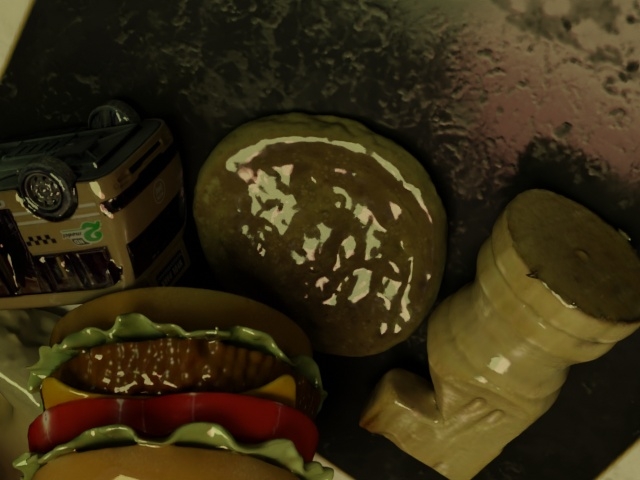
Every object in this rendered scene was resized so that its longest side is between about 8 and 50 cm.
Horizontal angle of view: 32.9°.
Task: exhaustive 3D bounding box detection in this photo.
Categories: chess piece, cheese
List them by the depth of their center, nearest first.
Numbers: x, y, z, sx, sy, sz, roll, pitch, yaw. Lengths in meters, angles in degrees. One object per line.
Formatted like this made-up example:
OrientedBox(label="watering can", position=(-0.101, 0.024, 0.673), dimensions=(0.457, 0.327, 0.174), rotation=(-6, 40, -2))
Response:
OrientedBox(label="chess piece", position=(0.144, 0.103, 0.914), dimensions=(0.137, 0.137, 0.301), rotation=(31, 131, 2))
OrientedBox(label="cheese", position=(-0.346, 0.201, 1.130), dimensions=(0.326, 0.115, 0.318), rotation=(-9, 114, 23))

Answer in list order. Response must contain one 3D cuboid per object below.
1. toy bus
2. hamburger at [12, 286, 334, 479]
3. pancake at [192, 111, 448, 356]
OrientedBox(label="toy bus", position=(-0.260, -0.018, 0.969), dimensions=(0.289, 0.139, 0.157), rotation=(-6, 119, 23))
OrientedBox(label="hamburger", position=(-0.122, 0.186, 0.920), dimensions=(0.274, 0.212, 0.274), rotation=(-2, 145, -1))
OrientedBox(label="pancake", position=(0.000, 0.000, 0.938), dimensions=(0.242, 0.050, 0.242), rotation=(8, 120, 14))
